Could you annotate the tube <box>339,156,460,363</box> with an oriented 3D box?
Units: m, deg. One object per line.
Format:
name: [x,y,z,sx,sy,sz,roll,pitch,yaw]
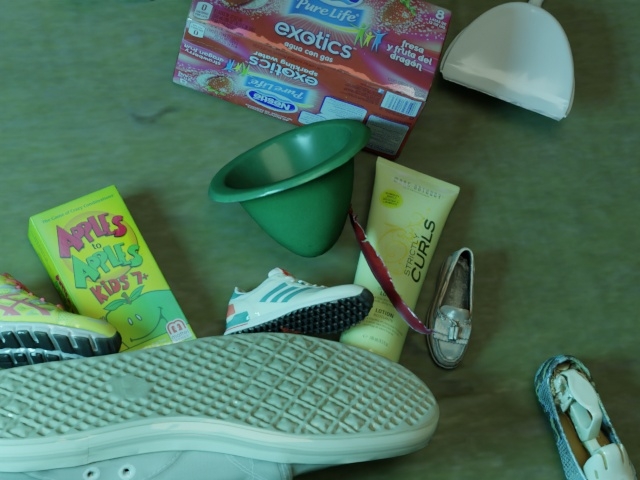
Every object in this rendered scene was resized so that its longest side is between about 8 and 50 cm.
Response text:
tube: [0.071,0.026,1.790,0.070,0.062,0.240,48,48,-39]

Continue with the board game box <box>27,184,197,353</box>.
board game box: [-0.202,0.044,1.727,0.092,0.043,0.181,-23,72,-21]

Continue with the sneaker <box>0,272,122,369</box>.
sneaker: [-0.285,0.070,1.665,0.208,0.081,0.094,6,52,5]

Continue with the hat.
hat: [0.000,0.000,1.780,0.173,0.208,0.184,-19,109,9]

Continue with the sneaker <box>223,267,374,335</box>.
sneaker: [-0.024,0.053,1.719,0.161,0.057,0.075,-18,54,27]

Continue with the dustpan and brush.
dustpan and brush: [0.225,-0.230,1.953,0.147,0.060,0.211,20,69,3]

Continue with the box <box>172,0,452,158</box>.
box: [-0.010,-0.199,1.838,0.256,0.128,0.123,19,61,-3]

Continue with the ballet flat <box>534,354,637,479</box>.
ballet flat: [0.265,0.196,1.746,0.070,0.070,0.188,-20,71,-20]

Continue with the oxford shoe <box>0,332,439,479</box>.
oxford shoe: [-0.113,0.180,1.635,0.449,0.130,0.169,-5,32,-15]

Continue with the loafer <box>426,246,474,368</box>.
loafer: [0.133,0.065,1.793,0.045,0.039,0.125,12,63,-7]
